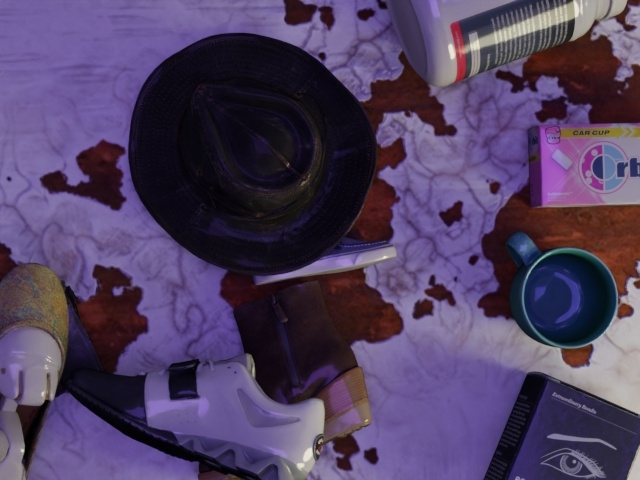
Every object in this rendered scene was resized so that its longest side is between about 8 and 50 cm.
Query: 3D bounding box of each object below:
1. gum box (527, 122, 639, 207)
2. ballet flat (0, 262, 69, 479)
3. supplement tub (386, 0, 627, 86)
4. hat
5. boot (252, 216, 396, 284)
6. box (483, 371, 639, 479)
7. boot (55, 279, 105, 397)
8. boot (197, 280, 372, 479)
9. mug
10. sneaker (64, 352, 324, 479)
[{"bbox_3d":[0.374,-0.099,2.014,0.188,0.062,0.107,-1,89,-7],"label":"gum box"},{"bbox_3d":[-0.373,0.203,1.826,0.123,0.123,0.348,19,99,-6],"label":"ballet flat"},{"bbox_3d":[0.232,-0.323,1.940,0.272,0.191,0.191,-20,91,-7],"label":"supplement tub"},{"bbox_3d":[-0.093,-0.123,1.901,0.331,0.134,0.331,-1,80,3],"label":"hat"},{"bbox_3d":[0.000,0.000,1.965,0.190,0.069,0.086,-9,84,-6],"label":"boot"},{"bbox_3d":[0.310,0.293,1.973,0.153,0.108,0.207,24,85,-5],"label":"box"},{"bbox_3d":[-0.413,0.118,1.910,0.229,0.091,0.263,-33,103,-7],"label":"boot"},{"bbox_3d":[-0.073,0.186,1.960,0.248,0.090,0.207,-24,77,-2],"label":"boot"},{"bbox_3d":[0.310,0.061,1.985,0.129,0.097,0.158,-7,89,-6],"label":"mug"},{"bbox_3d":[-0.148,0.198,1.876,0.330,0.122,0.146,19,74,10],"label":"sneaker"}]
